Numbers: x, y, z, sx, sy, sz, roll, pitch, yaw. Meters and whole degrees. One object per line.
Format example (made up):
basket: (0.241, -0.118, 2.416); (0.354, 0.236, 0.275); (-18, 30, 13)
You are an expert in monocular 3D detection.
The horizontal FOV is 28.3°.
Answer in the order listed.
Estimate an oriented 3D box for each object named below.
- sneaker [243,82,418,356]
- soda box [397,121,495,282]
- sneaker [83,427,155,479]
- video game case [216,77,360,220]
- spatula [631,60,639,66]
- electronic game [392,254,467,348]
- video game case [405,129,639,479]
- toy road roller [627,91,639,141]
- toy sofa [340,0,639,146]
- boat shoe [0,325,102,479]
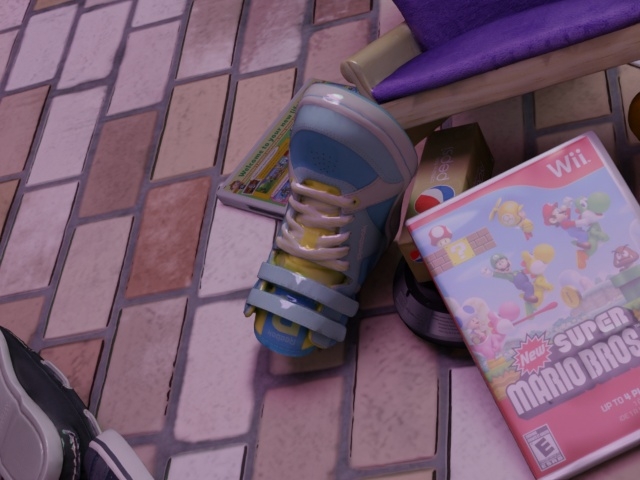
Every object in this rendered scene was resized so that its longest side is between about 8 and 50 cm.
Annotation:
sneaker: (0.000, 0.000, 1.251); (0.127, 0.319, 0.208); (22, 68, 16)
soda box: (0.134, -0.042, 1.323); (0.061, 0.058, 0.181); (-10, 40, 27)
sneaker: (-0.166, 0.303, 1.149); (0.127, 0.126, 0.321); (-32, 44, -13)
video game case: (0.005, -0.106, 1.537); (0.193, 0.023, 0.212); (16, 59, 37)
spatula: (0.445, -0.220, 1.426); (0.168, 0.019, 0.242); (-43, 44, -15)
electronic game: (0.181, 0.022, 1.302); (0.229, 0.048, 0.229); (-19, 36, 15)
video game case: (0.229, 0.058, 1.174); (0.204, 0.025, 0.285); (-26, 67, 2)
toy road roller: (0.391, -0.096, 1.109); (0.203, 0.329, 0.240); (-32, 64, -4)
toy sofa: (0.199, -0.220, 1.243); (0.363, 0.177, 0.150); (-13, 19, 39)
boat shoe: (-0.319, 0.181, 1.378); (0.302, 0.091, 0.114); (47, 115, 45)
